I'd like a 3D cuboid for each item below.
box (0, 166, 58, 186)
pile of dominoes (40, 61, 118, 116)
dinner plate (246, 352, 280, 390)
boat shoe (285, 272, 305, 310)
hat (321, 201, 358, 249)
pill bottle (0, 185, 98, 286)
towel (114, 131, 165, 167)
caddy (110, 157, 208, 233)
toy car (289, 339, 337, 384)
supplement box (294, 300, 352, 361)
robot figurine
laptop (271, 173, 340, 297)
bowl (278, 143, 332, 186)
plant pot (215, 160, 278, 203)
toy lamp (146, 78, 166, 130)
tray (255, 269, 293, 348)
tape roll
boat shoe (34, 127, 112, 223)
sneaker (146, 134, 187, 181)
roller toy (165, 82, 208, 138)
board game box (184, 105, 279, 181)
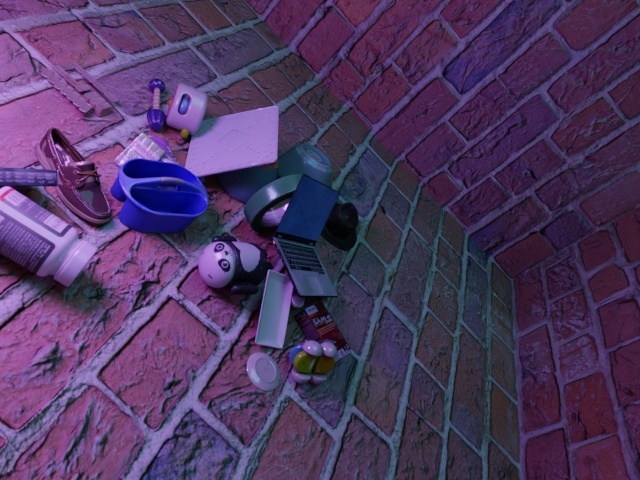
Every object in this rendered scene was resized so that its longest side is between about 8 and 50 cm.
[{"bbox_3d":[-0.887,-0.179,1.404,0.220,0.175,0.051,-6,100,-52],"label":"box"},{"bbox_3d":[-0.916,-0.569,1.896,0.251,0.040,0.196,41,34,1],"label":"pile of dominoes"},{"bbox_3d":[-0.194,0.452,1.738,0.141,0.017,0.141,32,36,-27],"label":"dinner plate"},{"bbox_3d":[-0.110,0.171,2.044,0.114,0.091,0.303,56,25,-20],"label":"boat shoe"},{"bbox_3d":[0.113,-0.120,2.560,0.331,0.134,0.331,30,38,-27],"label":"hat"},{"bbox_3d":[-0.775,-0.003,1.367,0.283,0.161,0.161,38,35,-19],"label":"pill bottle"},{"bbox_3d":[-0.663,-0.306,1.839,0.113,0.152,0.023,44,-11,-14],"label":"towel"},{"bbox_3d":[-0.560,-0.164,1.765,0.341,0.179,0.241,0,56,-49],"label":"caddy"},{"bbox_3d":[-0.038,0.434,1.847,0.182,0.159,0.136,15,12,-41],"label":"toy car"},{"bbox_3d":[0.011,0.375,2.005,0.130,0.073,0.240,-15,68,-54],"label":"supplement box"},{"bbox_3d":[-0.306,0.088,1.818,0.209,0.174,0.278,18,9,42],"label":"robot figurine"},{"bbox_3d":[0.000,0.000,2.034,0.408,0.236,0.382,65,19,16],"label":"laptop"},{"bbox_3d":[-0.061,-0.369,2.519,0.311,0.163,0.312,30,27,-17],"label":"bowl"},{"bbox_3d":[-0.297,-0.329,2.212,0.290,0.195,0.290,33,36,-29],"label":"plant pot"},{"bbox_3d":[-0.689,-0.570,2.106,0.080,0.080,0.275,20,44,-38],"label":"toy lamp"},{"bbox_3d":[-0.173,0.254,1.843,0.145,0.030,0.271,26,68,-47],"label":"tray"},{"bbox_3d":[-0.160,-0.152,2.093,0.321,0.321,0.077,-5,60,-52],"label":"tape roll"},{"bbox_3d":[-0.778,-0.211,1.603,0.342,0.123,0.123,54,33,6],"label":"boat shoe"},{"bbox_3d":[-0.587,-0.310,1.953,0.282,0.102,0.161,41,31,-14],"label":"sneaker"},{"bbox_3d":[-0.573,-0.560,2.119,0.146,0.191,0.209,18,44,-24],"label":"roller toy"},{"bbox_3d":[-0.361,-0.406,2.109,0.050,0.389,0.390,72,11,-46],"label":"board game box"}]
